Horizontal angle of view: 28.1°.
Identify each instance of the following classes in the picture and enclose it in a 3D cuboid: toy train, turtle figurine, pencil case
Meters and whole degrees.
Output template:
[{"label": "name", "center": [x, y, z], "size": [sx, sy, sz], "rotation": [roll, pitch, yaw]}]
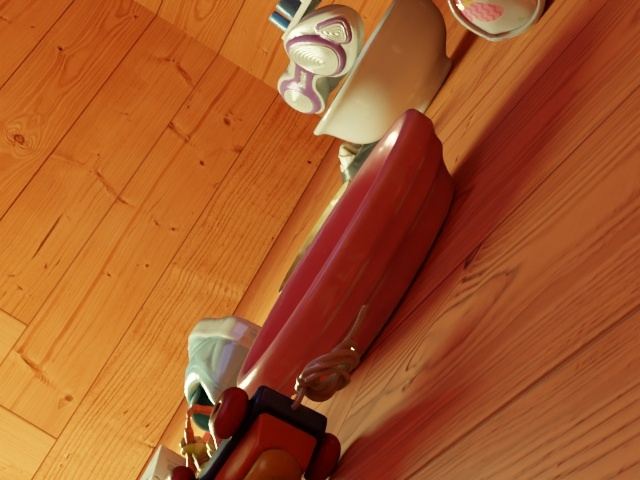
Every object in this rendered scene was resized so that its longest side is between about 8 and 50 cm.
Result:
[{"label": "toy train", "center": [-0.033, 0.172, 0.958], "size": [0.248, 0.105, 0.143], "rotation": [-56, 15, 22]}, {"label": "turtle figurine", "center": [-0.121, 0.274, 1.281], "size": [0.217, 0.087, 0.269], "rotation": [-65, 12, 2]}, {"label": "pencil case", "center": [0.231, -0.348, 1.484], "size": [0.124, 0.113, 0.273], "rotation": [95, -164, -45]}]

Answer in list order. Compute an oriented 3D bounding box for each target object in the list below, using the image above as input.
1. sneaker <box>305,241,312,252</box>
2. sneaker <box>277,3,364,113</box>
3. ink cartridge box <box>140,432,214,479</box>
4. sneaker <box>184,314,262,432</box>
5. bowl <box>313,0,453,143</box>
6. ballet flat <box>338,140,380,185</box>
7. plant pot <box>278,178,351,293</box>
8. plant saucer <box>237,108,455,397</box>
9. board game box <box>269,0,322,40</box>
[{"label": "sneaker", "center": [-0.026, 0.069, 1.895], "size": [0.089, 0.051, 0.170], "rotation": [-50, 11, 33]}, {"label": "sneaker", "center": [0.009, -0.321, 2.053], "size": [0.152, 0.114, 0.305], "rotation": [-61, 5, -20]}, {"label": "ink cartridge box", "center": [-0.245, 0.380, 2.113], "size": [0.261, 0.066, 0.296], "rotation": [-59, 4, -2]}, {"label": "sneaker", "center": [-0.154, 0.203, 1.865], "size": [0.150, 0.135, 0.366], "rotation": [-56, 3, -16]}, {"label": "bowl", "center": [0.120, -0.265, 2.056], "size": [0.298, 0.134, 0.298], "rotation": [-58, 4, 7]}, {"label": "ballet flat", "center": [0.078, -0.174, 2.339], "size": [0.203, 0.074, 0.074], "rotation": [-57, 4, 24]}, {"label": "plant pot", "center": [0.000, 0.000, 2.242], "size": [0.236, 0.032, 0.236], "rotation": [-58, 5, 8]}, {"label": "plant saucer", "center": [0.034, 0.027, 1.287], "size": [0.332, 0.084, 0.332], "rotation": [-57, 4, 5]}, {"label": "board game box", "center": [0.082, -0.520, 1.956], "size": [0.390, 0.050, 0.390], "rotation": [-52, 3, -19]}]
